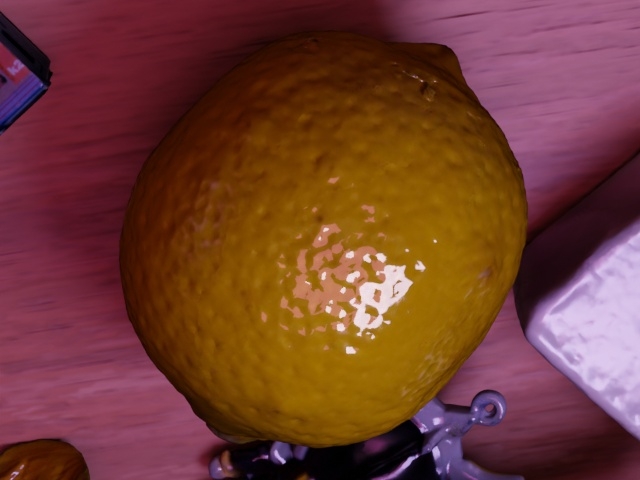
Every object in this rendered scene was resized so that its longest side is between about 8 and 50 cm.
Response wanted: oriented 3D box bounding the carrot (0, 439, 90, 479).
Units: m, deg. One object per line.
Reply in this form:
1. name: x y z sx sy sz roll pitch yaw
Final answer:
1. carrot: -0.231 0.335 1.760 0.114 0.114 0.302 -9 111 -2

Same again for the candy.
1. candy: 0.348 0.097 1.703 0.359 0.145 0.208 42 101 -19

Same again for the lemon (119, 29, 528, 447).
1. lemon: 0.001 -0.001 1.546 0.336 0.336 0.336 -2 111 -5

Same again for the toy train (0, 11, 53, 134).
1. toy train: -0.391 -0.028 1.618 0.409 0.086 0.089 -40 108 11

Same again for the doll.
1. doll: 0.025 0.210 1.737 0.316 0.103 0.145 -27 73 13
